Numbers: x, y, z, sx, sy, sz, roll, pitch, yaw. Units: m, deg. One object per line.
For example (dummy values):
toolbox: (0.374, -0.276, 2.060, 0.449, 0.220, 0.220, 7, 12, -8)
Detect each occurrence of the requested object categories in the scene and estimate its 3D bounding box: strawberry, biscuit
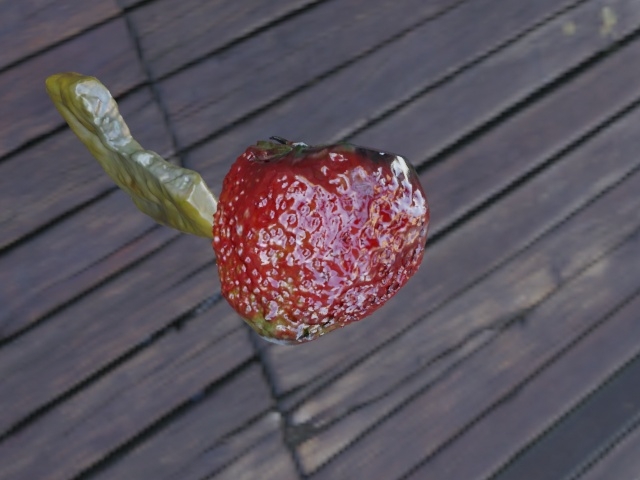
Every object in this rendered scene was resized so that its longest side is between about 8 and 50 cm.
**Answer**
strawberry: (0.000, 0.000, 0.766, 0.106, 0.106, 0.106, 2, 87, -42)
biscuit: (-0.169, -0.079, 1.519, 0.039, 0.174, 0.183, -43, 112, -14)
